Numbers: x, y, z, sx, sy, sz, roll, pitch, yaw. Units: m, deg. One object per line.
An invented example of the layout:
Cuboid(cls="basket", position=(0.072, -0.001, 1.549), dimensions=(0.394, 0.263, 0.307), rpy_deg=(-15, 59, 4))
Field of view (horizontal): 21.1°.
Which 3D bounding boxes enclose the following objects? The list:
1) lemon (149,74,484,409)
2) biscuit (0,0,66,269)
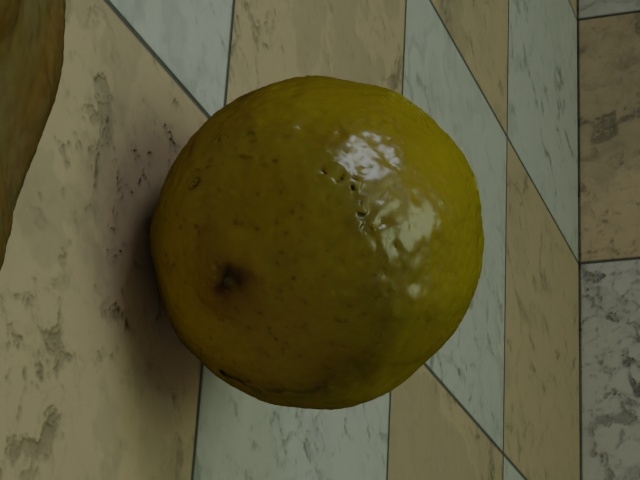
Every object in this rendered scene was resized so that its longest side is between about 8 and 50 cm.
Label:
Cuboid(cls="lemon", position=(-0.001, 0.001, 1.384), dimensions=(0.293, 0.293, 0.293), rpy_deg=(-6, 90, -70))
Cuboid(cls="biscuit", position=(-0.255, -0.160, 0.960), dimensions=(0.446, 0.104, 0.429), rpy_deg=(-74, 151, -44))
